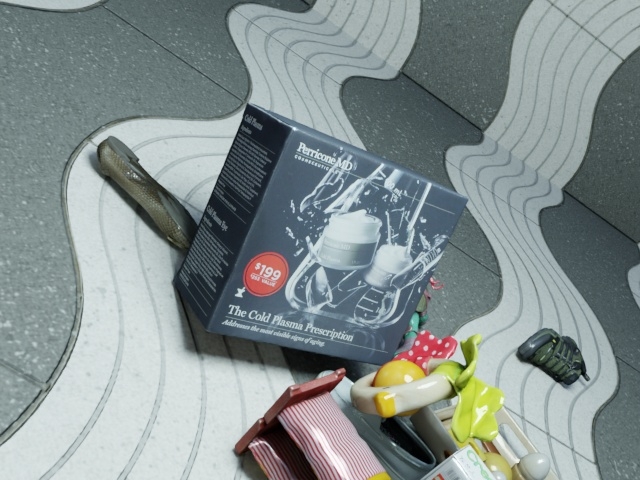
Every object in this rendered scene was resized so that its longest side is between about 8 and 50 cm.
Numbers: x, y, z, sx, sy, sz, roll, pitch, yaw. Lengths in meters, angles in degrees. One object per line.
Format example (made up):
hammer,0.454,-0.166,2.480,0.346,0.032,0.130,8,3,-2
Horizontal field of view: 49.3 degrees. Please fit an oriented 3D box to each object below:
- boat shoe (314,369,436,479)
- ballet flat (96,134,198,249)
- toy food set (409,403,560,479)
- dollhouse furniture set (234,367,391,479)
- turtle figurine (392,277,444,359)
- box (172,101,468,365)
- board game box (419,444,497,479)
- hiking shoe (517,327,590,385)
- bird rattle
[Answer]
boat shoe,0.089,0.279,1.089,0.227,0.081,0.079,46,31,11
ballet flat,-0.292,-0.071,1.176,0.250,0.058,0.084,47,9,3
toy food set,0.287,0.351,1.157,0.219,0.092,0.306,55,21,24
dollhouse furniture set,-0.068,0.310,0.807,0.374,0.152,0.201,-9,55,-52
turtle figurine,0.156,0.118,1.355,0.175,0.118,0.234,33,36,-12
box,0.000,0.000,1.094,0.343,0.312,0.179,17,12,-33
board game box,0.215,0.446,0.897,0.053,0.193,0.305,-8,54,-51
hiking shoe,0.545,0.270,1.595,0.227,0.086,0.114,12,37,-40
bird rattle,0.140,0.196,1.014,0.207,0.142,0.253,-12,8,-17
